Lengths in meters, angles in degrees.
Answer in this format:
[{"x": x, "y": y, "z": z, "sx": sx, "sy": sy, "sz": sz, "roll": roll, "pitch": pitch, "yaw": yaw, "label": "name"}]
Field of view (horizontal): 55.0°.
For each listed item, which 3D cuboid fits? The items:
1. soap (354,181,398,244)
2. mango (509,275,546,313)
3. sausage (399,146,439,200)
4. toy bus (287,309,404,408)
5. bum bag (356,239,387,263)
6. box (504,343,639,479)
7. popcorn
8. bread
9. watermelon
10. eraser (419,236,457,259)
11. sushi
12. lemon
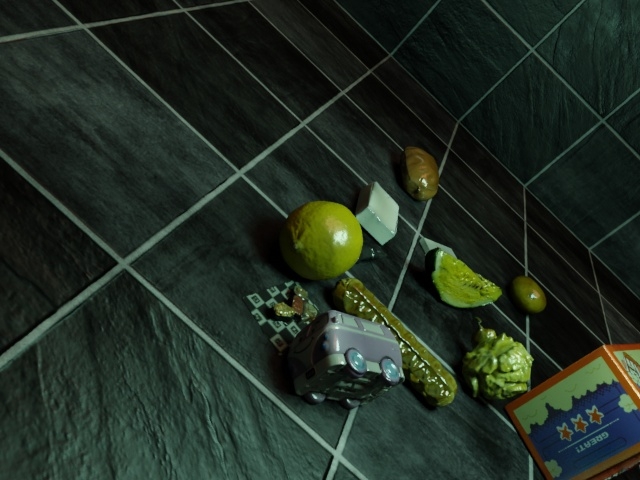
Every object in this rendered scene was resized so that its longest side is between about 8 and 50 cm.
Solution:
[{"x": 0.165, "y": -0.083, "z": 1.769, "sx": 0.121, "sy": 0.063, "sz": 0.183, "roll": 44, "pitch": 28, "yaw": -15, "label": "soap"}, {"x": 0.718, "y": 0.181, "z": 2.128, "sx": 0.136, "sy": 0.099, "sz": 0.227, "roll": 43, "pitch": 21, "yaw": 5, "label": "mango"}, {"x": 0.343, "y": -0.235, "z": 2.143, "sx": 0.136, "sy": 0.120, "sz": 0.241, "roll": 18, "pitch": 37, "yaw": -16, "label": "sausage"}, {"x": 0.043, "y": 0.224, "z": 1.162, "sx": 0.202, "sy": 0.142, "sz": 0.142, "roll": 21, "pitch": 43, "yaw": -38, "label": "toy bus"}, {"x": 0.098, "y": 0.029, "z": 1.573, "sx": 0.087, "sy": 0.049, "sz": 0.197, "roll": 34, "pitch": 21, "yaw": 32, "label": "bum bag"}, {"x": 0.726, "y": 0.451, "z": 1.568, "sx": 0.348, "sy": 0.318, "sz": 0.257, "roll": 10, "pitch": 46, "yaw": -47, "label": "box"}, {"x": 0.442, "y": 0.300, "z": 1.542, "sx": 0.173, "sy": 0.168, "sz": 0.195, "roll": 45, "pitch": 29, "yaw": -6, "label": "popcorn"}, {"x": 0.164, "y": 0.225, "z": 1.376, "sx": 0.367, "sy": 0.084, "sz": 0.077, "roll": 46, "pitch": -11, "yaw": 3, "label": "bread"}, {"x": 0.388, "y": 0.110, "z": 1.755, "sx": 0.301, "sy": 0.129, "sz": 0.123, "roll": 32, "pitch": 34, "yaw": -34, "label": "watermelon"}, {"x": 0.379, "y": 0.050, "z": 1.927, "sx": 0.150, "sy": 0.023, "sz": 0.104, "roll": 19, "pitch": 39, "yaw": -39, "label": "eraser"}, {"x": -0.056, "y": 0.142, "z": 1.244, "sx": 0.139, "sy": 0.031, "sz": 0.201, "roll": 53, "pitch": 30, "yaw": 13, "label": "sushi"}, {"x": 0.000, "y": 0.000, "z": 1.350, "sx": 0.178, "sy": 0.178, "sz": 0.203, "roll": 53, "pitch": 29, "yaw": 13, "label": "lemon"}]
